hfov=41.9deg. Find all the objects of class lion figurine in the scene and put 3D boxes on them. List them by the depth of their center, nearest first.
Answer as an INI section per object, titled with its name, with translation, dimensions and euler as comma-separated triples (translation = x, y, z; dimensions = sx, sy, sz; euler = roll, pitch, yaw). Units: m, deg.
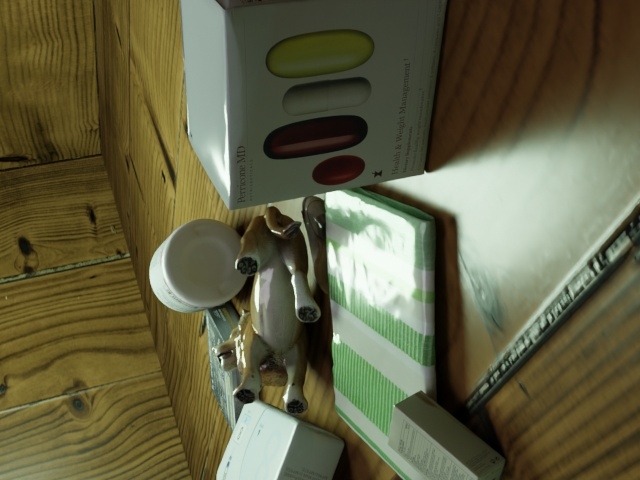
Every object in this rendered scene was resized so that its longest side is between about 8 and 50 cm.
[lion figurine]
translation = -0.065, 0.080, 1.181
dimensions = 0.240, 0.142, 0.392
euler = -92, 14, -56

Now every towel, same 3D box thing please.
[towel]
translation = 0.072, 0.104, 0.956
dimensions = 0.248, 0.038, 0.325
euler = -147, 51, -62

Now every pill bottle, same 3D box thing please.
[pill bottle]
translation = -0.244, 0.057, 1.614
dimensions = 0.283, 0.160, 0.161
euler = 157, 100, -70

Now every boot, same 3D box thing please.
[boot]
translation = 0.000, 0.000, 1.094
dimensions = 0.087, 0.042, 0.119
euler = -125, 30, -61

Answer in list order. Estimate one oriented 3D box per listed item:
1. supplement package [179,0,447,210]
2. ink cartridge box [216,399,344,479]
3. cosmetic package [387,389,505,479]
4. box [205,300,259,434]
[supplement package]
translation = -0.013, -0.160, 0.782
dimensions = 0.149, 0.203, 0.194
euler = -125, 29, -48
[ink cartridge box]
translation = -0.117, 0.454, 1.307
dimensions = 0.385, 0.091, 0.308
euler = -67, 17, -11
[cosmetic package]
translation = 0.121, 0.206, 0.818
dimensions = 0.115, 0.041, 0.060
euler = 38, 136, 38
[box]
translation = -0.181, 0.265, 1.716
dimensions = 0.183, 0.056, 0.231
euler = -132, 35, -54
